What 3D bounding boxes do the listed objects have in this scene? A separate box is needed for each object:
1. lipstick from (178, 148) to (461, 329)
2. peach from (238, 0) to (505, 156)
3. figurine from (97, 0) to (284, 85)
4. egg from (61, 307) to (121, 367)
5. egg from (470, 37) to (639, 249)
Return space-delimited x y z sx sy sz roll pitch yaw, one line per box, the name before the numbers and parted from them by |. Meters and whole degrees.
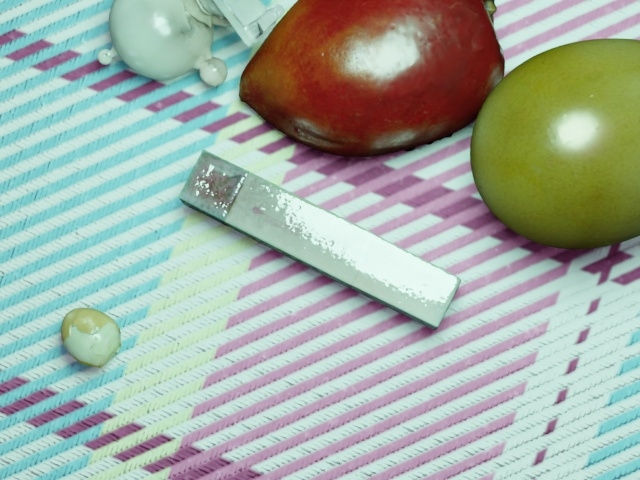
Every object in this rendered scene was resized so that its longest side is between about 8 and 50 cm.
lipstick | 0.000 0.000 1.444 0.371 0.080 0.076 26 84 6
peach | 0.065 -0.241 1.409 0.361 0.201 0.258 -12 84 1
figurine | -0.175 -0.283 1.437 0.256 0.182 0.145 -25 38 36
egg | -0.300 0.123 1.447 0.083 0.071 0.071 34 86 9
egg | 0.341 -0.120 1.359 0.322 0.250 0.250 -14 83 -8
